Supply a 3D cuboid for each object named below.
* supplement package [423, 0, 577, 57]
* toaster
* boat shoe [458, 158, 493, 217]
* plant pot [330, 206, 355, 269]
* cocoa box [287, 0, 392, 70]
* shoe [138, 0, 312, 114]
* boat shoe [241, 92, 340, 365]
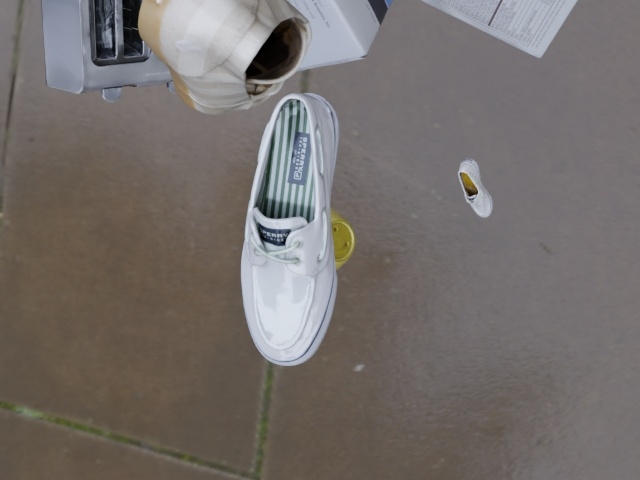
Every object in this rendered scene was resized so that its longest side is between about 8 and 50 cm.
[{"bbox_3d":[0.118,-0.317,0.862,0.263,0.198,0.199,27,71,3],"label":"supplement package"},{"bbox_3d":[-0.192,-0.242,1.141,0.110,0.168,0.185,26,121,49],"label":"toaster"},{"bbox_3d":[0.221,-0.069,1.607,0.035,0.035,0.100,3,131,33],"label":"boat shoe"},{"bbox_3d":[0.000,0.000,1.760,0.095,0.134,0.134,2,90,51],"label":"plant pot"},{"bbox_3d":[-0.071,-0.422,1.463,0.232,0.347,0.228,-5,45,35],"label":"cocoa box"},{"bbox_3d":[-0.042,-0.100,0.609,0.058,0.219,0.076,28,93,6],"label":"shoe"},{"bbox_3d":[-0.032,-0.010,0.905,0.083,0.076,0.226,1,89,16],"label":"boat shoe"}]
